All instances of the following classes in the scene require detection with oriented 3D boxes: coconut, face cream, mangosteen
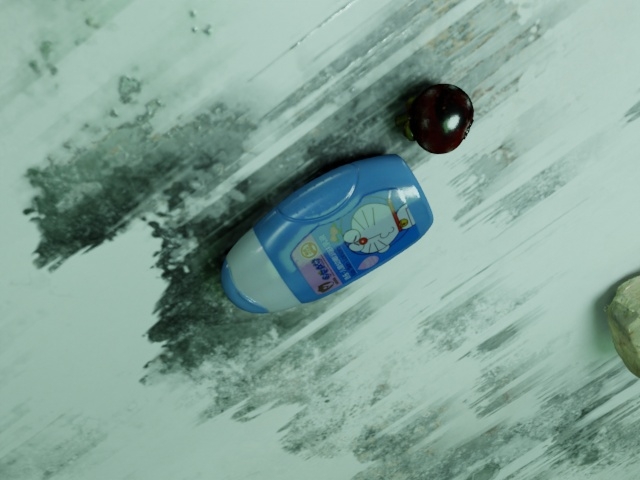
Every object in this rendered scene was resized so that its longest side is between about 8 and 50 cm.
[{"bbox_3d":[0.566,0.132,0.981,0.195,0.194,0.194,-9,125,-13],"label":"coconut"},{"bbox_3d":[0.000,0.000,0.750,0.264,0.083,0.149,-30,124,3],"label":"face cream"},{"bbox_3d":[0.135,-0.140,0.707,0.081,0.081,0.080,-9,125,-13],"label":"mangosteen"}]
